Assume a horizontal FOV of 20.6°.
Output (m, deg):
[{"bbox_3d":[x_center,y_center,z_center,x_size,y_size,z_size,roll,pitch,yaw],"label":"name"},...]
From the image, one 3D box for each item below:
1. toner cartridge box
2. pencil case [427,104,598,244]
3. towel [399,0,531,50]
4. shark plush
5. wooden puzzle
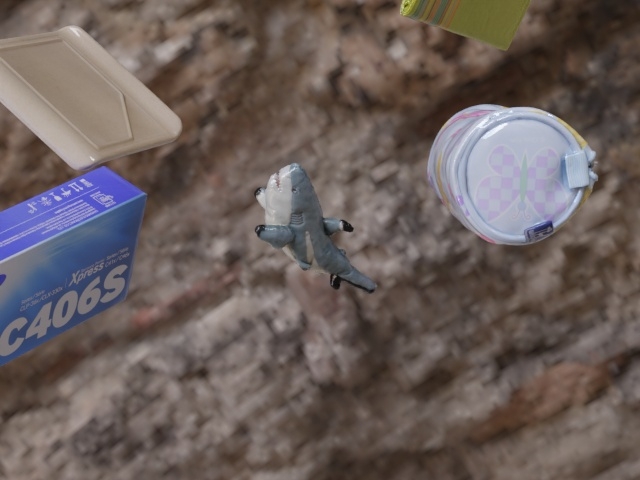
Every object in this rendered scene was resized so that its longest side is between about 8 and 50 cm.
[{"bbox_3d":[-0.351,0.050,2.004,0.075,0.165,0.348,32,38,25],"label":"toner cartridge box"},{"bbox_3d":[0.165,-0.066,1.567,0.124,0.113,0.273,-22,5,0],"label":"pencil case"},{"bbox_3d":[0.171,-0.280,1.981,0.021,0.237,0.102,34,104,31],"label":"towel"},{"bbox_3d":[0.000,0.000,1.643,0.067,0.161,0.073,-33,18,18],"label":"shark plush"},{"bbox_3d":[-0.313,-0.180,2.232,0.044,0.221,0.239,-53,-12,28],"label":"wooden puzzle"}]
